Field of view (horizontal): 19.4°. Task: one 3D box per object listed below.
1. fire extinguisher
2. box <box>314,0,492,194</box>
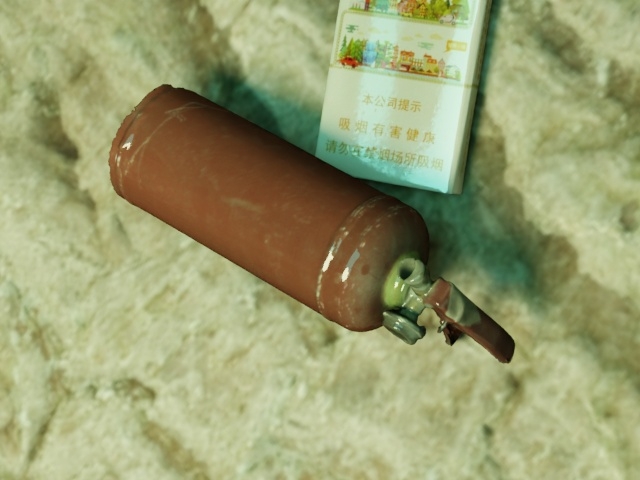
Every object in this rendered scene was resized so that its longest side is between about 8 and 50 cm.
[{"bbox_3d":[0.000,0.000,1.430,0.337,0.147,0.106,30,84,29],"label":"fire extinguisher"},{"bbox_3d":[0.068,-0.153,1.445,0.122,0.032,0.220,11,94,24],"label":"box"}]
